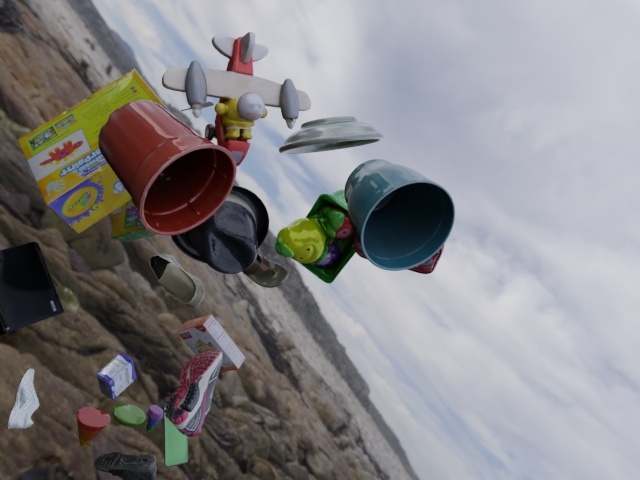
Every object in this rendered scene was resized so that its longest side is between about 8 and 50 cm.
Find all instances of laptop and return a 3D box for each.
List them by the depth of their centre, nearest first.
[{"bbox_3d":[-0.944,0.157,1.520,0.136,0.264,0.234,-36,106,-82],"label":"laptop"}]

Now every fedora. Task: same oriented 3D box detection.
[{"bbox_3d":[-0.289,-0.009,1.583,0.152,0.334,0.334,60,-3,42],"label":"fedora"}]

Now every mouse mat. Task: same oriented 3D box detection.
[{"bbox_3d":[-0.468,0.628,1.684,0.152,0.007,0.190,50,31,-68],"label":"mouse mat"}]

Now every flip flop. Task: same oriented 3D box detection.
[{"bbox_3d":[-0.255,0.089,2.012,0.277,0.112,0.080,32,-22,5],"label":"flip flop"}]

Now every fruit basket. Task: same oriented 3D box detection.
[{"bbox_3d":[0.000,0.000,2.053,0.283,0.392,0.392,37,-10,3],"label":"fruit basket"}]

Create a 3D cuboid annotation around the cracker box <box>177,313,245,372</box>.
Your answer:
[{"bbox_3d":[-0.415,0.399,1.983,0.155,0.067,0.232,-19,-67,35],"label":"cracker box"}]

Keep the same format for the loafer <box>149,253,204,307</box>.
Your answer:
[{"bbox_3d":[-0.495,0.134,1.751,0.268,0.102,0.092,34,6,32],"label":"loafer"}]

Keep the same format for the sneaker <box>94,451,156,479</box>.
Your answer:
[{"bbox_3d":[-0.682,0.817,1.822,0.087,0.227,0.130,-68,157,-73],"label":"sneaker"}]

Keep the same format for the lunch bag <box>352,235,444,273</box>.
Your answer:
[{"bbox_3d":[0.261,0.007,1.747,0.293,0.120,0.258,15,-28,7],"label":"lunch bag"}]

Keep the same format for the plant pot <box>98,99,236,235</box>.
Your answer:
[{"bbox_3d":[-0.401,-0.199,1.306,0.265,0.272,0.272,43,-13,23],"label":"plant pot"}]

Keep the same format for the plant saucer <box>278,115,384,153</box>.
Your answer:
[{"bbox_3d":[0.037,-0.401,1.960,0.400,0.400,0.100,-163,-114,-75],"label":"plant saucer"}]

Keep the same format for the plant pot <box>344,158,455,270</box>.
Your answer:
[{"bbox_3d":[0.191,-0.096,1.455,0.271,0.271,0.255,61,-2,-37],"label":"plant pot"}]

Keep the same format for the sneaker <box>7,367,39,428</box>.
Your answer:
[{"bbox_3d":[-0.757,0.409,1.341,0.054,0.061,0.152,-36,-134,54],"label":"sneaker"}]

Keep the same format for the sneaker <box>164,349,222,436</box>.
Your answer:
[{"bbox_3d":[-0.377,0.459,1.599,0.112,0.121,0.299,64,26,-28],"label":"sneaker"}]

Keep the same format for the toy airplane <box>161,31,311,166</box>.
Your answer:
[{"bbox_3d":[-0.247,-0.468,1.663,0.272,0.386,0.384,39,-14,53],"label":"toy airplane"}]

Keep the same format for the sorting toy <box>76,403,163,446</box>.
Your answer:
[{"bbox_3d":[-0.773,0.713,1.987,0.127,0.126,0.365,29,7,37],"label":"sorting toy"}]

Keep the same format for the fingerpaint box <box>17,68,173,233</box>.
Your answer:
[{"bbox_3d":[-0.678,-0.295,1.659,0.371,0.445,0.163,47,-12,34],"label":"fingerpaint box"}]

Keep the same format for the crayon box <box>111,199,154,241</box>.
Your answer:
[{"bbox_3d":[-0.690,-0.100,2.010,0.081,0.278,0.165,21,64,-52],"label":"crayon box"}]

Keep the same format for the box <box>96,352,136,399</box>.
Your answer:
[{"bbox_3d":[-0.854,0.570,2.178,0.072,0.137,0.126,22,-50,19],"label":"box"}]
